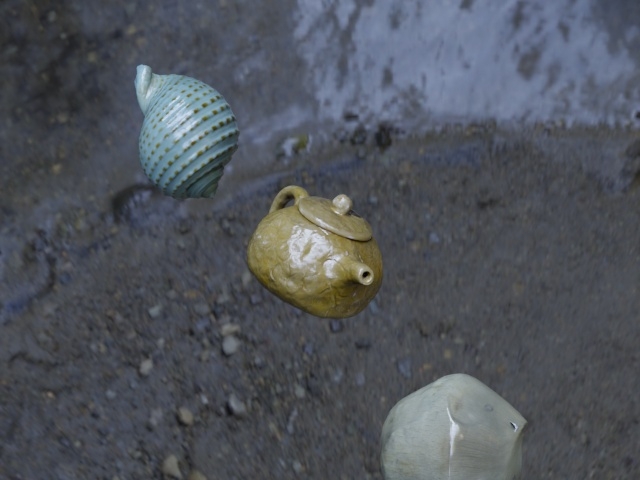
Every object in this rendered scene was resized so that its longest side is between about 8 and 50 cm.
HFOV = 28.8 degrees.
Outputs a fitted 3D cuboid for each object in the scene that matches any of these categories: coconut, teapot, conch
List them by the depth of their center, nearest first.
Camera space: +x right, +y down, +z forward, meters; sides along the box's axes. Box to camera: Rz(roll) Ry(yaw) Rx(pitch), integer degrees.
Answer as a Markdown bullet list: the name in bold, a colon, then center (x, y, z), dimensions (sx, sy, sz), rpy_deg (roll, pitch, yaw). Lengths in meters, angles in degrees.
- **conch**: center (-0.179, -0.155, 1.730), dimensions (0.131, 0.172, 0.199), rpy_deg (-7, 97, 30)
- **coconut**: center (0.192, 0.294, 1.742), dimensions (0.224, 0.224, 0.224), rpy_deg (-2, 65, 4)
- **teapot**: center (0.000, 0.000, 1.854), dimensions (0.167, 0.203, 0.311), rpy_deg (-65, 32, 18)
